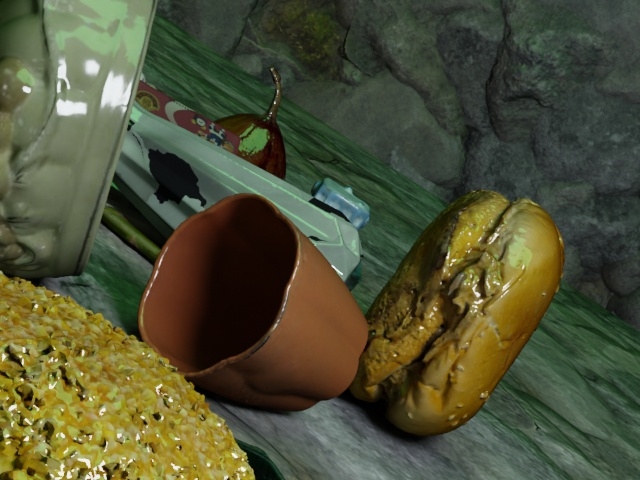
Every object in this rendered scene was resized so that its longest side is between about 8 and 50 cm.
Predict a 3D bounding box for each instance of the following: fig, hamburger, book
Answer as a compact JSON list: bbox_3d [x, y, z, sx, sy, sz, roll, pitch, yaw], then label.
[{"bbox_3d":[-0.107,-0.114,1.976,0.148,0.202,0.149,50,-20,13],"label":"fig"},{"bbox_3d":[-0.162,0.126,0.785,0.276,0.179,0.294,39,13,28],"label":"hamburger"},{"bbox_3d":[0.153,0.077,1.561,0.170,0.290,0.314,31,13,5],"label":"hamburger"},{"bbox_3d":[-0.188,-0.089,1.722,0.162,0.022,0.232,29,41,-17],"label":"book"}]

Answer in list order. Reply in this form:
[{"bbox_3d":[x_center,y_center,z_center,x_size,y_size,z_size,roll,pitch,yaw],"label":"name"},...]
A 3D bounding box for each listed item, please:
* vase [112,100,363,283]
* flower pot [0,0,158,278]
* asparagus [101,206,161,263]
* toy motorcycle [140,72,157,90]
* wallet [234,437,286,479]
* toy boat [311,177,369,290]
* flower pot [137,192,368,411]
[{"bbox_3d":[-0.127,-0.044,1.597,0.360,0.165,0.165,37,12,3],"label":"vase"},{"bbox_3d":[-0.296,-0.122,1.250,0.244,0.307,0.307,14,15,-10],"label":"flower pot"},{"bbox_3d":[-0.156,0.038,1.559,0.248,0.025,0.024,37,-30,19],"label":"asparagus"},{"bbox_3d":[-0.255,-0.155,1.855,0.223,0.108,0.341,11,30,-33],"label":"toy motorcycle"},{"bbox_3d":[-0.094,0.189,1.042,0.236,0.055,0.160,24,21,-41],"label":"wallet"},{"bbox_3d":[0.000,0.000,1.858,0.145,0.133,0.332,34,12,-4],"label":"toy boat"},{"bbox_3d":[-0.050,0.073,1.345,0.173,0.190,0.190,36,6,-46],"label":"flower pot"}]
